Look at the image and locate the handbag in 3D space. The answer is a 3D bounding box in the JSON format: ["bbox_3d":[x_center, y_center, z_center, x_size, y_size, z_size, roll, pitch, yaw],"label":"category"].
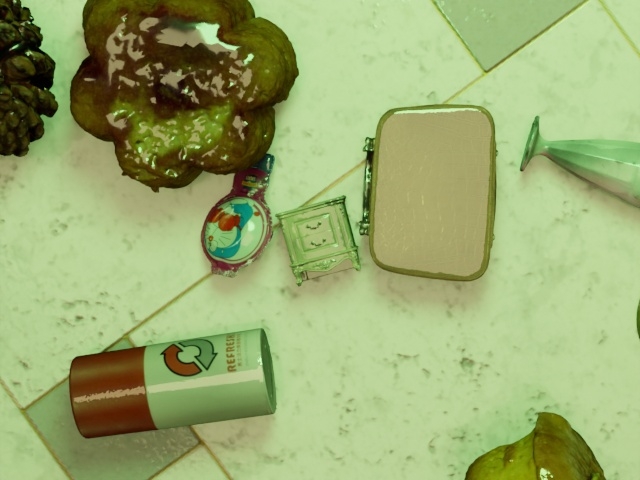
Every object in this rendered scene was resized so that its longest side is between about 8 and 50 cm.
[{"bbox_3d":[0.118,-0.053,1.605,0.151,0.072,0.193,1,95,3],"label":"handbag"}]

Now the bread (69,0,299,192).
[{"bbox_3d":[-0.151,-0.163,1.585,0.247,0.135,0.232,9,104,2],"label":"bread"}]

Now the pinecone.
[{"bbox_3d":[-0.391,-0.185,1.570,0.221,0.221,0.221,0,93,4],"label":"pinecone"}]

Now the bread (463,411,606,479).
[{"bbox_3d":[0.249,0.317,1.535,0.146,0.268,0.268,-22,91,16],"label":"bread"}]

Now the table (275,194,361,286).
[{"bbox_3d":[0.000,0.000,1.618,0.079,0.062,0.083,-15,92,5],"label":"table"}]

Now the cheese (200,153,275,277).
[{"bbox_3d":[-0.087,-0.029,1.629,0.095,0.038,0.145,11,80,30],"label":"cheese"}]

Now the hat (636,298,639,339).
[{"bbox_3d":[0.421,0.089,1.593,0.146,0.067,0.146,0,93,3],"label":"hat"}]

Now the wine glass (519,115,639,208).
[{"bbox_3d":[0.298,-0.083,1.594,0.155,0.073,0.073,14,93,5],"label":"wine glass"}]

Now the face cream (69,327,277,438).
[{"bbox_3d":[-0.161,0.159,1.618,0.214,0.096,0.095,-9,92,4],"label":"face cream"}]
